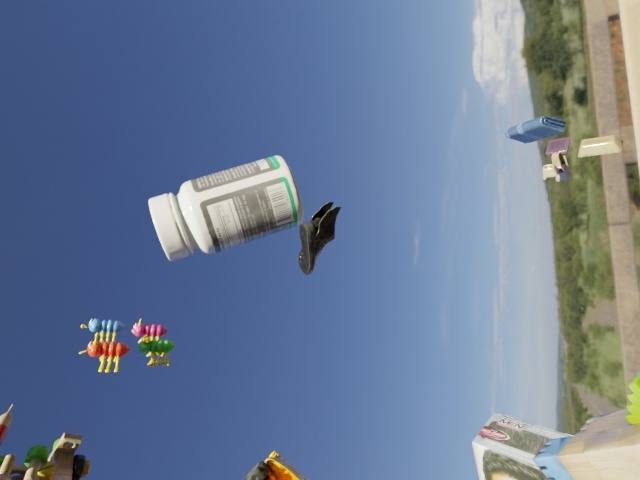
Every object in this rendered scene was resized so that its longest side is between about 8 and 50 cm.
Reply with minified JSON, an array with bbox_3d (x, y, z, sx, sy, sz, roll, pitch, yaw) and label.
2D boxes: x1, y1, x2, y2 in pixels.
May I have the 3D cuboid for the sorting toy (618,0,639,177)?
[{"bbox_3d":[0.373,-0.153,0.375,0.038,0.193,0.208,-45,-60,-57],"label":"sorting toy"}]

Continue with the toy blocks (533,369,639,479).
[{"bbox_3d":[0.443,0.383,0.587,0.191,0.261,0.381,-26,-108,-30],"label":"toy blocks"}]

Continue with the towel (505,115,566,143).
[{"bbox_3d":[0.460,-0.239,0.962,0.119,0.067,0.029,-175,97,-76],"label":"towel"}]

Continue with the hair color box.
[{"bbox_3d":[0.447,0.561,0.912,0.114,0.186,0.374,-26,-72,-40],"label":"hair color box"}]

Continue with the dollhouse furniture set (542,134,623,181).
[{"bbox_3d":[0.467,-0.128,0.790,0.081,0.114,0.091,55,-130,-32],"label":"dollhouse furniture set"}]

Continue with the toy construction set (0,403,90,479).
[{"bbox_3d":[-0.575,0.447,0.868,0.237,0.258,0.308,-119,36,-60],"label":"toy construction set"}]

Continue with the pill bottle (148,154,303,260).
[{"bbox_3d":[-0.245,-0.083,1.182,0.204,0.361,0.204,162,90,-77],"label":"pill bottle"}]

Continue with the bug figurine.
[{"bbox_3d":[-0.492,0.251,1.142,0.217,0.279,0.072,10,-88,-28],"label":"bug figurine"}]

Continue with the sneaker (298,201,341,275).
[{"bbox_3d":[-0.002,-0.001,1.014,0.089,0.051,0.170,-20,-50,-28],"label":"sneaker"}]

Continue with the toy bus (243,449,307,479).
[{"bbox_3d":[-0.127,0.579,0.975,0.220,0.149,0.211,-48,-4,-11],"label":"toy bus"}]
